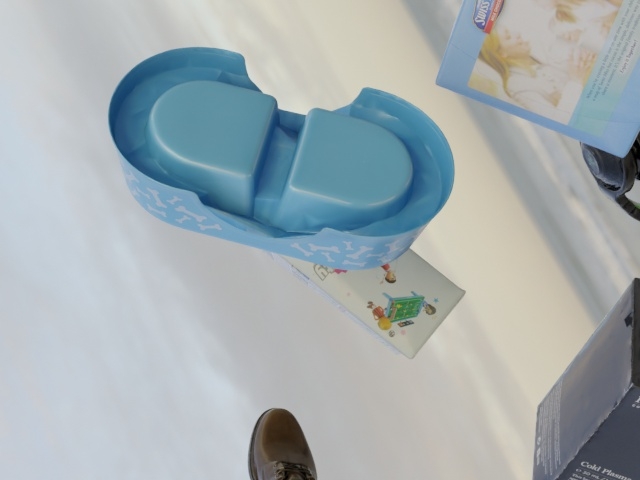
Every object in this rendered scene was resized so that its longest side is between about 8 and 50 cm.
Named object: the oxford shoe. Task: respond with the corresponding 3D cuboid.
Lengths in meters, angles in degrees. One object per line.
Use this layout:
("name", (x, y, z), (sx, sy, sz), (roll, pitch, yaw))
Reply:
("oxford shoe", (-0.031, 0.278, 1.619), (0.096, 0.083, 0.227), (111, 156, -46))

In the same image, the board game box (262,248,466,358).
("board game box", (0.000, 0.000, 1.536), (0.303, 0.097, 0.224), (39, 177, 1))

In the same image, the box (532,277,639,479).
("box", (0.493, 0.251, 1.836), (0.343, 0.312, 0.179), (18, -131, -7))

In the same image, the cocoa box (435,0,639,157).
("cocoa box", (0.292, -0.308, 1.475), (0.231, 0.347, 0.228), (22, -135, 5))

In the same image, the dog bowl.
("dog bowl", (-0.037, -0.066, 1.220), (0.074, 0.297, 0.166), (105, 180, -52))

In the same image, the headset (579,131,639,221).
("headset", (0.469, -0.195, 2.092), (0.394, 0.243, 0.185), (44, -178, -34))
